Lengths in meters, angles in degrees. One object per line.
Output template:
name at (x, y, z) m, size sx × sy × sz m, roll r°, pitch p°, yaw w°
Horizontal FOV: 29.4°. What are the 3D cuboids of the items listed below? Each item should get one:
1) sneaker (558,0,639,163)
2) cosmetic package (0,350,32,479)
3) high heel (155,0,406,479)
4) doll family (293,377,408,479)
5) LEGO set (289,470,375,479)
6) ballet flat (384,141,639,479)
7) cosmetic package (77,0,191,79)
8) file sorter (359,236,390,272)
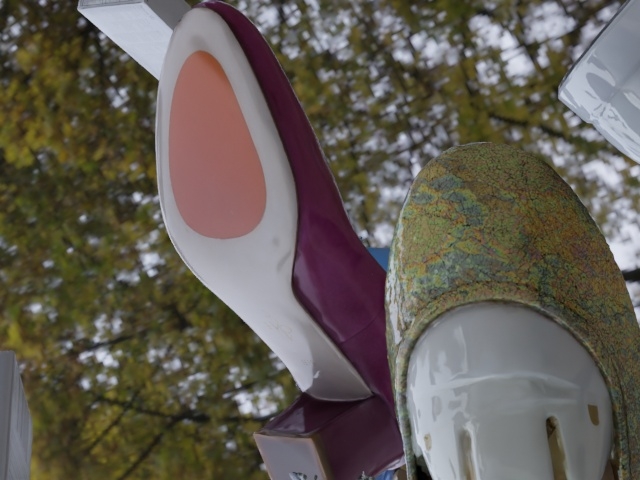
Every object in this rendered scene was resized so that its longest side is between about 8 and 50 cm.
sneaker at (0.256, -0.144, 0.602) m, size 0.123 × 0.290 × 0.106 m, roll 42°, pitch -174°, yaw 8°
cosmetic package at (-0.384, 0.209, 1.186) m, size 0.183 × 0.151 × 0.151 m, roll -2°, pitch -125°, yaw -6°
high heel at (0.000, 0.000, 0.864) m, size 0.181 × 0.127 × 0.377 m, roll -35°, pitch -57°, yaw -44°
doll family at (0.017, 0.146, 1.071) m, size 0.076 × 0.111 × 0.193 m, roll 34°, pitch -130°, yaw -50°
LEGO set at (0.004, 0.127, 0.553) m, size 0.083 × 0.023 × 0.054 m, roll -32°, pitch -78°, yaw -47°
ballet flat at (0.090, 0.132, 0.535) m, size 0.123 × 0.123 × 0.349 m, roll -15°, pitch -79°, yaw -50°
cosmetic package at (-0.216, -0.283, 1.625) m, size 0.239 × 0.098 × 0.060 m, roll 40°, pitch -127°, yaw -63°
file sorter at (0.078, 0.057, 1.188) m, size 0.104 × 0.170 × 0.118 m, roll 71°, pitch -159°, yaw -78°
